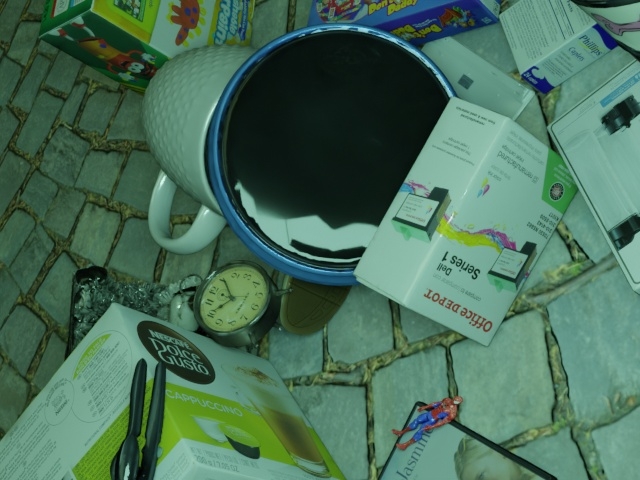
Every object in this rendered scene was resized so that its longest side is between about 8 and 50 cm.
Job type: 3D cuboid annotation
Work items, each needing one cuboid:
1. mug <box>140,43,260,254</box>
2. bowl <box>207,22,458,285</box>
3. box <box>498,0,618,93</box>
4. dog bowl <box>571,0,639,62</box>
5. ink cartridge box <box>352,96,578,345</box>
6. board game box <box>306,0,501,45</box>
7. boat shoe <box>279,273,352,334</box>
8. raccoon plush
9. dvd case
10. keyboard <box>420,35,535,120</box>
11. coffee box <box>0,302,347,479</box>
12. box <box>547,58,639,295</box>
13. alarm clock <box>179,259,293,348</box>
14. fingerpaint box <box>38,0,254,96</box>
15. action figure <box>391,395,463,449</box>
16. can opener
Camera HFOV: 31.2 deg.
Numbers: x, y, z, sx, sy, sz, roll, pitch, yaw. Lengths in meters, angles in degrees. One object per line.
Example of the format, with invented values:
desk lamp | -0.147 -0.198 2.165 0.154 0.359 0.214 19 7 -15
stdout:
mug | -0.175 -0.150 1.918 0.328 0.276 0.374 29 93 53
bowl | 0.030 -0.129 1.667 0.077 0.391 0.391 106 -171 -87
box | 0.343 -0.304 1.644 0.137 0.072 0.126 -33 50 29
dog bowl | 0.498 -0.363 1.375 0.408 0.150 0.408 -33 24 16
ink cartridge box | 0.201 -0.020 1.543 0.117 0.201 0.278 31 93 47
board game box | 0.141 -0.433 1.886 0.347 0.078 0.233 -8 61 41
boat shoe | 0.000 0.000 1.804 0.098 0.109 0.302 12 85 65
raccoon plush | -0.285 0.158 1.993 0.446 0.299 0.216 159 113 -74
dvd case | 0.178 0.341 1.518 0.253 0.022 0.180 24 88 47
keyboard | 0.232 -0.253 1.772 0.072 0.014 0.256 -57 43 13
coffee box | -0.222 0.351 1.663 0.338 0.337 0.334 -50 45 13
box | 0.423 -0.077 1.444 0.169 0.087 0.290 -38 49 25
alarm clock | -0.140 0.093 1.756 0.192 0.064 0.129 22 69 30
fingerpaint box | -0.301 -0.502 2.139 0.163 0.371 0.445 -15 61 39
action figure | 0.148 0.244 1.561 0.115 0.030 0.038 -36 43 21
can opener | -0.221 0.236 1.440 0.073 0.059 0.186 -46 29 53
